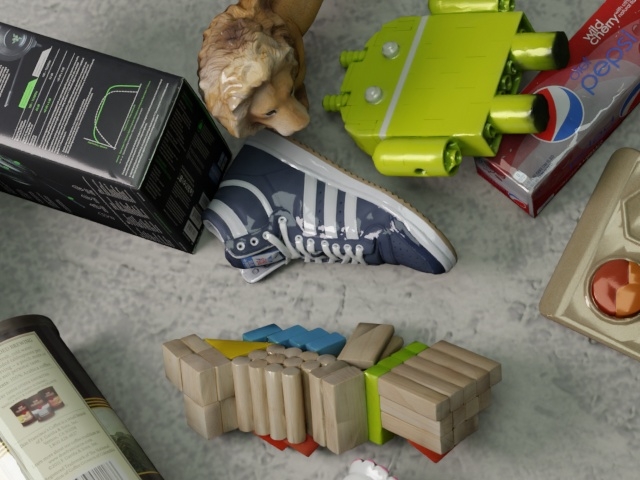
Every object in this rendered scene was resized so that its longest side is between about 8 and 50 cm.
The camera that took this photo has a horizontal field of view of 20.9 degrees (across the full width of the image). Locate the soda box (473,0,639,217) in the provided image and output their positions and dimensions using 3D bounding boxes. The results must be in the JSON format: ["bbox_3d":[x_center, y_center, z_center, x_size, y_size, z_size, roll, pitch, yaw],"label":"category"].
[{"bbox_3d":[0.284,-0.156,1.884,0.092,0.083,0.263,41,83,19],"label":"soda box"}]

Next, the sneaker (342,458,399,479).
[{"bbox_3d":[0.096,0.339,1.745,0.252,0.103,0.111,37,70,23],"label":"sneaker"}]

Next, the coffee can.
[{"bbox_3d":[-0.286,0.244,1.787,0.201,0.201,0.275,-37,72,-4],"label":"coffee can"}]

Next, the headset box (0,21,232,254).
[{"bbox_3d":[-0.268,-0.115,1.872,0.283,0.246,0.131,17,77,15],"label":"headset box"}]

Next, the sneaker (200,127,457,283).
[{"bbox_3d":[0.000,0.000,1.870,0.282,0.099,0.153,31,75,23],"label":"sneaker"}]

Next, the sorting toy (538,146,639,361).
[{"bbox_3d":[0.396,-0.012,1.844,0.229,0.041,0.307,24,78,15],"label":"sorting toy"}]

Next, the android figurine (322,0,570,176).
[{"bbox_3d":[0.129,-0.172,1.881,0.273,0.056,0.248,5,60,33],"label":"android figurine"}]

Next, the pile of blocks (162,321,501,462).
[{"bbox_3d":[0.011,0.167,1.831,0.362,0.149,0.113,6,117,20],"label":"pile of blocks"}]

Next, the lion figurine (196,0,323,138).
[{"bbox_3d":[-0.026,-0.272,1.872,0.142,0.240,0.392,17,73,7],"label":"lion figurine"}]
